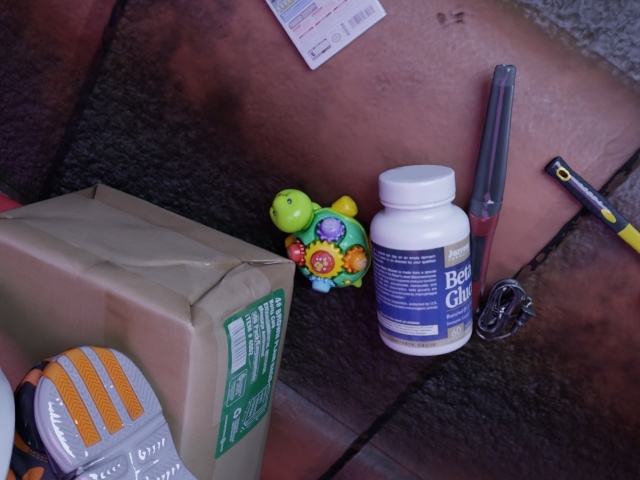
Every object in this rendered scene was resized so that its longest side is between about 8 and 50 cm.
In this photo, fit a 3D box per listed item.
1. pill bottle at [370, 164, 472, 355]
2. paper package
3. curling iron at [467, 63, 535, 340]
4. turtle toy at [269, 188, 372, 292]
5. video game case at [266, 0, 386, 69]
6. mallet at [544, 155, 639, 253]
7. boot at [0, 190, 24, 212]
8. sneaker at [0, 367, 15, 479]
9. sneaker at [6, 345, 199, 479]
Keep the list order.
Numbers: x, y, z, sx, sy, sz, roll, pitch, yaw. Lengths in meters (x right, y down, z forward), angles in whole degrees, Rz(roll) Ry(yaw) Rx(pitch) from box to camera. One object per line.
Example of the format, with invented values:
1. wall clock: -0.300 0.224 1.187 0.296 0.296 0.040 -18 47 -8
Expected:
1. pill bottle: 0.097 0.017 0.551 0.094 0.094 0.169 -1 111 17
2. paper package: -0.209 0.138 0.628 0.310 0.168 0.324 20 116 21
3. curling iron: 0.171 -0.027 0.545 0.068 0.035 0.273 -1 111 13
4. turtle toy: 0.000 0.000 0.590 0.095 0.066 0.130 -36 97 26
5. video game case: -0.007 -0.235 0.528 0.087 0.011 0.122 -30 100 26
6. mallet: 0.276 0.000 0.526 0.190 0.039 0.062 37 114 5
7. boot: -0.425 0.027 0.733 0.176 0.088 0.244 34 126 18
8. sneaker: -0.339 0.120 0.445 0.094 0.151 0.256 -57 50 21
9. sneaker: -0.177 0.255 0.497 0.180 0.125 0.320 -31 81 38
